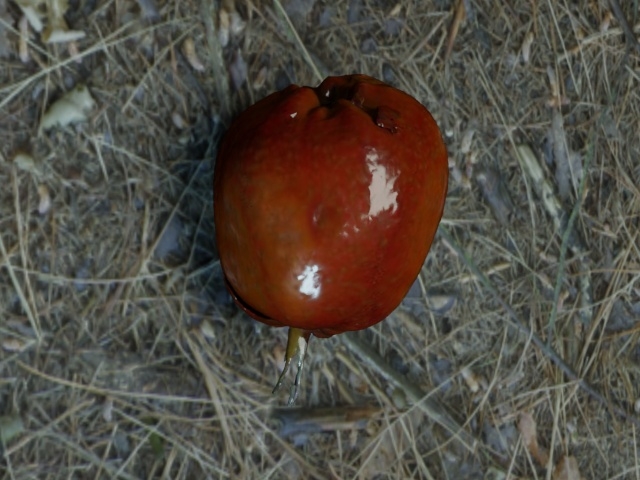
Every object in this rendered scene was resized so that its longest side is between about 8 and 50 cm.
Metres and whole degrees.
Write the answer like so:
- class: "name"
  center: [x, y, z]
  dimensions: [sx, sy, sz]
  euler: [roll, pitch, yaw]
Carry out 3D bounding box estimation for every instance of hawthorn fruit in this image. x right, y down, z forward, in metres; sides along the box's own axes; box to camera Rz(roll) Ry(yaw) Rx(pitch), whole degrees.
- class: "hawthorn fruit"
  center: [0.000, 0.000, 1.753]
  dimensions: [0.211, 0.211, 0.299]
  euler: [1, 98, -44]
